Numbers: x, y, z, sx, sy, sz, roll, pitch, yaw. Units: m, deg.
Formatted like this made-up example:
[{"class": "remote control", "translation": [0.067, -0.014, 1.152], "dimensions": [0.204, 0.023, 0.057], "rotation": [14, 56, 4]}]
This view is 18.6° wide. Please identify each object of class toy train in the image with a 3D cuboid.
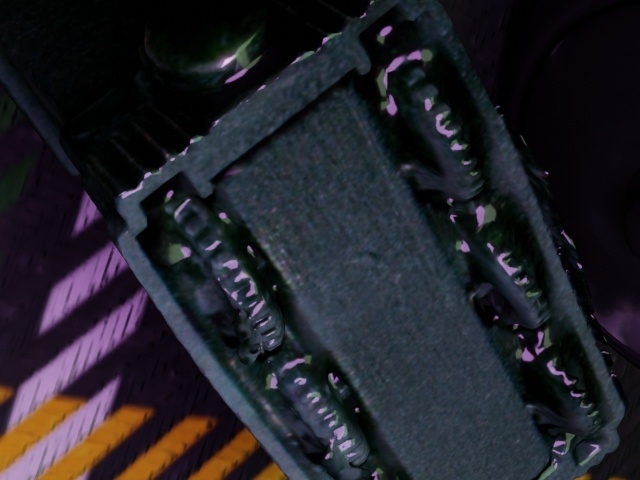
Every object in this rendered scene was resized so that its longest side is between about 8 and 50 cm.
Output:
[{"class": "toy train", "translation": [0.000, 0.000, 0.751], "dimensions": [0.138, 0.178, 0.330], "rotation": [-39, 140, -7]}]

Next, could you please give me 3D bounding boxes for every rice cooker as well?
[{"class": "rice cooker", "translation": [0.220, -0.049, 0.937], "dimensions": [0.227, 0.241, 0.280], "rotation": [-34, 166, -40]}]
